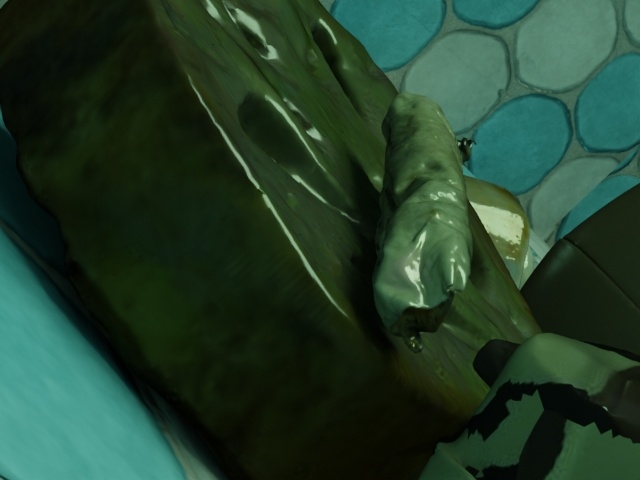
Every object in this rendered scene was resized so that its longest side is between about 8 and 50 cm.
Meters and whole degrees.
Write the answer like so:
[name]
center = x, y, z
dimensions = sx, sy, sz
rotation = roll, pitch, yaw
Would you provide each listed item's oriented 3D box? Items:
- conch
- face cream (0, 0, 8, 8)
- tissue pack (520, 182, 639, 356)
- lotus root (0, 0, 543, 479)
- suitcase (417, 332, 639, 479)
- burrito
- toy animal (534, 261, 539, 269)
[conch]
center = 0.074, -0.016, 1.417
dimensions = 0.255, 0.127, 0.158
rotation = 41, 10, -30
[face cream]
center = -0.172, -0.158, 1.041
dimensions = 0.314, 0.089, 0.143
rotation = 60, 12, 29
[tissue pack]
center = 0.281, 0.154, 1.159
dimensions = 0.387, 0.277, 0.267
rotation = 52, 3, 30
[lotus root]
center = 0.000, 0.000, 0.898
dimensions = 0.375, 0.111, 0.390
rotation = 51, 14, -12
[suitcase]
center = 0.196, 0.191, 0.682
dimensions = 0.339, 0.194, 0.351
rotation = 34, 8, 25
[burrito]
center = 0.041, -0.014, 0.783
dimensions = 0.041, 0.045, 0.185
rotation = 43, 18, -14
[toy animal]
center = 0.174, 0.052, 1.600
dimensions = 0.127, 0.131, 0.181
rotation = -13, 68, -40
